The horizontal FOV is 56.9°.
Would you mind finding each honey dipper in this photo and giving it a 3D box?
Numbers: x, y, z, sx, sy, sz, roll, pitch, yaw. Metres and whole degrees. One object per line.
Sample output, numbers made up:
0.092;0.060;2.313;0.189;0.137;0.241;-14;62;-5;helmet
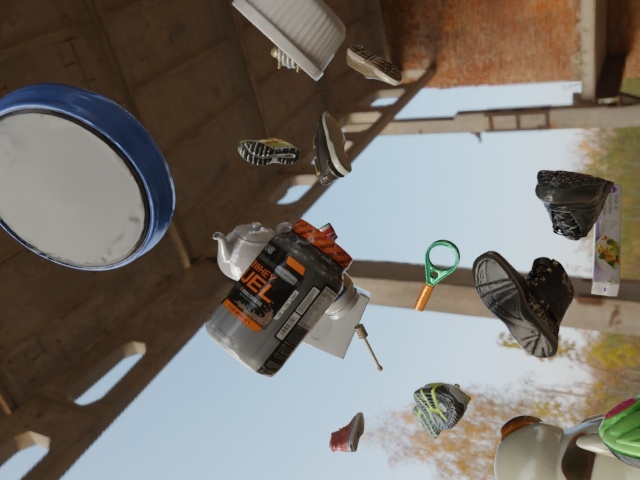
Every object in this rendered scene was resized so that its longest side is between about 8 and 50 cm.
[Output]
0.145;0.315;1.716;0.030;0.031;0.160;-45;-67;-50;honey dipper

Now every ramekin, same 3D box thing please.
-0.049;-0.403;1.083;0.109;0.207;0.207;-47;-29;11;ramekin

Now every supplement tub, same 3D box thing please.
0.010;0.129;1.791;0.199;0.144;0.144;47;-134;-15;supplement tub
-0.089;0.128;1.370;0.338;0.207;0.207;-52;-36;-5;supplement tub

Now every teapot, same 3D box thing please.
-0.231;0.021;2.069;0.256;0.253;0.186;-73;-3;-66;teapot

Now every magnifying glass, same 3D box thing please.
0.309;0.099;1.615;0.026;0.092;0.230;-46;-22;-56;magnifying glass

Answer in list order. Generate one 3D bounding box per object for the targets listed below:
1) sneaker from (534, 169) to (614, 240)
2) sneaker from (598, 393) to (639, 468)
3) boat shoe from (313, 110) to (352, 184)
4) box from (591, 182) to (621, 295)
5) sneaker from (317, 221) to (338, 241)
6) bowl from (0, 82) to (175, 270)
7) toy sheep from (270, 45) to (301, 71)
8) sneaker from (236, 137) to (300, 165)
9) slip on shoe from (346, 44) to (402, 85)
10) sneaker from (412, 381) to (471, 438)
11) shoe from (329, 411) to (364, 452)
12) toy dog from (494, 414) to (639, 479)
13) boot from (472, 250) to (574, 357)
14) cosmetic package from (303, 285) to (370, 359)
0.477;-0.063;1.110;0.286;0.109;0.130;1;-76;-50;sneaker
0.663;0.325;0.838;0.185;0.484;0.202;-39;-54;-61;sneaker
0.014;-0.212;1.331;0.081;0.069;0.227;40;-153;-33;boat shoe
0.758;-0.008;1.562;0.067;0.063;0.323;66;-145;-52;box
0.000;0.000;1.817;0.067;0.119;0.042;56;-151;-4;sneaker
-0.481;-0.105;1.143;0.077;0.392;0.390;-73;-28;-54;bowl
-0.085;-0.557;1.774;0.091;0.132;0.091;10;-90;-89;toy sheep
-0.178;-0.300;1.946;0.209;0.094;0.081;5;-56;-25;sneaker
0.107;-0.348;1.203;0.051;0.135;0.041;-39;-23;-41;slip on shoe
0.365;0.468;1.732;0.147;0.145;0.384;-36;-19;-15;sneaker
0.083;0.591;1.828;0.178;0.081;0.063;-49;-52;-67;shoe
0.545;0.479;1.178;0.396;0.408;0.284;17;-116;-34;toy dog
0.644;0.141;1.839;0.377;0.138;0.284;51;-131;-4;boot
0.021;0.236;1.963;0.138;0.224;0.224;-42;-25;-82;cosmetic package
